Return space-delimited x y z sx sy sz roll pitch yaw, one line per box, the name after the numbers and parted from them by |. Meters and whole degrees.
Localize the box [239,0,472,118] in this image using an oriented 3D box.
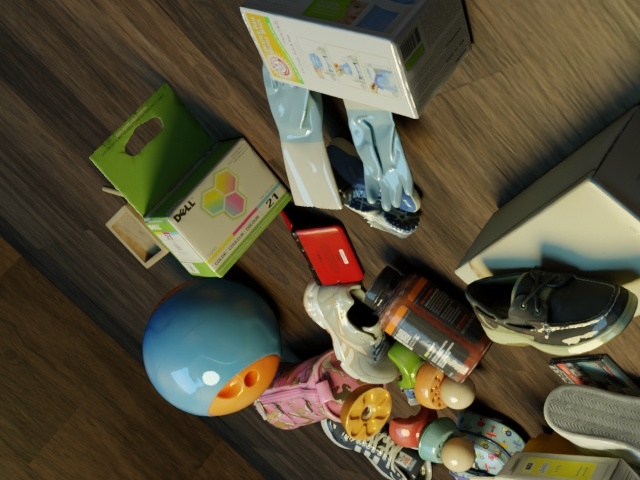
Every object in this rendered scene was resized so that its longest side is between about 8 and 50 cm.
0.035 -0.220 0.929 0.203 0.114 0.103 21 152 35 | box

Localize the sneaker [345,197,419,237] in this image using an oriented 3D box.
0.075 -0.042 1.272 0.135 0.052 0.058 34 160 12 | sneaker

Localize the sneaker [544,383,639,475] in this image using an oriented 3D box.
0.472 0.284 1.245 0.293 0.108 0.169 15 162 34 | sneaker

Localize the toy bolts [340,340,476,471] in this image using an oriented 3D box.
0.173 0.315 1.539 0.158 0.218 0.228 29 150 47 | toy bolts

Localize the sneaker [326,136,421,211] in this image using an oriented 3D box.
0.055 -0.067 1.211 0.152 0.084 0.058 37 156 5 | sneaker

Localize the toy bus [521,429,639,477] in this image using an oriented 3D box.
0.456 0.379 1.399 0.333 0.108 0.130 11 144 46 | toy bus

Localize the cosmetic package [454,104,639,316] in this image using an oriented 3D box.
0.289 0.001 0.965 0.160 0.113 0.309 39 155 0 | cosmetic package

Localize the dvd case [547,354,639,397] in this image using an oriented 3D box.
0.394 0.199 1.288 0.087 0.013 0.119 43 157 -10 | dvd case

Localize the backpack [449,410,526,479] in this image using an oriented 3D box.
0.308 0.398 1.641 0.158 0.117 0.173 12 142 45 | backpack

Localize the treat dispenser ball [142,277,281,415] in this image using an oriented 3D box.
-0.223 0.219 1.864 0.288 0.288 0.288 31 155 16 | treat dispenser ball

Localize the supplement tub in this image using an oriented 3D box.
0.163 0.121 1.367 0.198 0.106 0.106 36 156 9 | supplement tub

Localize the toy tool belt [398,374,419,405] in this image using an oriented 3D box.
0.185 0.277 1.695 0.051 0.052 0.083 -12 137 21 | toy tool belt

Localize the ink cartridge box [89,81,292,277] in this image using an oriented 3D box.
-0.198 -0.095 1.392 0.255 0.189 0.097 51 155 -25 | ink cartridge box

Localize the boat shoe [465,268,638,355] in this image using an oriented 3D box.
0.227 0.067 0.934 0.073 0.080 0.223 40 161 -16 | boat shoe

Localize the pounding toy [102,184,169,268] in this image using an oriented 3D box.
-0.345 -0.064 1.794 0.181 0.094 0.206 48 146 -8 | pounding toy

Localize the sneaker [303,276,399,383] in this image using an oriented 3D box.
0.079 0.168 1.588 0.121 0.099 0.262 1 138 48 | sneaker

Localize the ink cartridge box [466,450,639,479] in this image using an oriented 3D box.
0.418 0.432 1.338 0.303 0.072 0.307 44 158 -14 | ink cartridge box

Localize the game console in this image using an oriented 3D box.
0.000 0.000 1.498 0.124 0.085 0.144 -8 138 17 | game console

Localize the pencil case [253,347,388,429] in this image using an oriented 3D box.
-0.011 0.310 1.874 0.160 0.167 0.386 42 154 -10 | pencil case

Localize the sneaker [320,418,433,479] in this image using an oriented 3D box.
0.136 0.460 2.011 0.282 0.099 0.153 41 162 -23 | sneaker

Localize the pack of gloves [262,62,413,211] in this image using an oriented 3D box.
0.028 -0.149 1.119 0.195 0.046 0.232 7 122 37 | pack of gloves
